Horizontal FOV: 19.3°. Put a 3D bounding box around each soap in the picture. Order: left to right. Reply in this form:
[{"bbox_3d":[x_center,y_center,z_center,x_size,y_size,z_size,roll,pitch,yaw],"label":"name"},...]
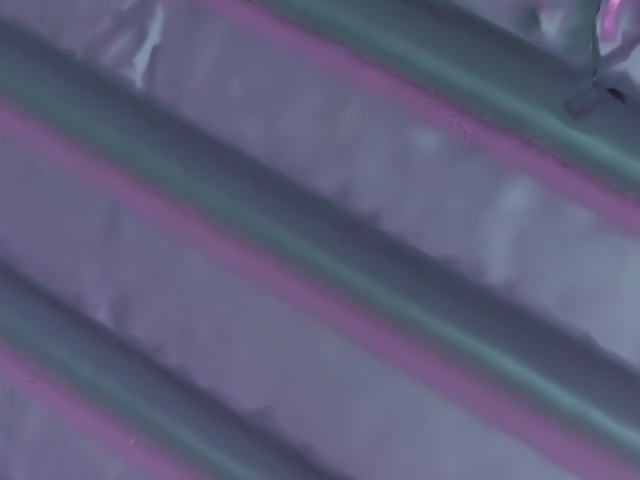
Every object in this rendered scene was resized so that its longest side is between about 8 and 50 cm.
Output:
[{"bbox_3d":[0.000,0.000,0.649,0.446,0.156,0.261,28,95,23],"label":"soap"}]
